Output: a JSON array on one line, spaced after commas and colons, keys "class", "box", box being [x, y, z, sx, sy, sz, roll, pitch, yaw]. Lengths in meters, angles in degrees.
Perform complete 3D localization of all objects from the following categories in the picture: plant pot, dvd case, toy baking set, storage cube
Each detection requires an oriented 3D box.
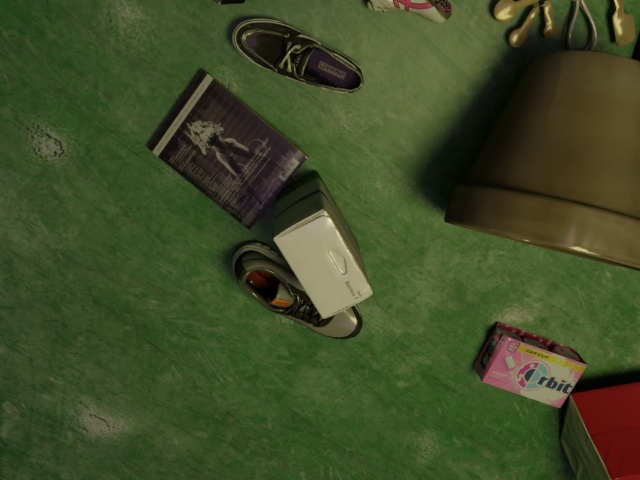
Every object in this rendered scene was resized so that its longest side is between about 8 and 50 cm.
[{"class": "plant pot", "box": [0.383, -0.122, 0.897, 0.322, 0.323, 0.281, 15, 93, -8]}, {"class": "dvd case", "box": [-0.155, -0.147, 0.977, 0.221, 0.018, 0.165, 39, 106, -6]}, {"class": "toy baking set", "box": [0.384, -0.395, 0.915, 0.256, 0.030, 0.197, 7, 114, -5]}, {"class": "storage cube", "box": [0.598, 0.405, 1.125, 0.193, 0.184, 0.215, -10, 133, 2]}]

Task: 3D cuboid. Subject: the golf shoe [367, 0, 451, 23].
[{"class": "golf shoe", "box": [0.114, -0.383, 0.895, 0.186, 0.068, 0.086, 29, 134, -13]}]

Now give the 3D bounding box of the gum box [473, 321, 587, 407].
[{"class": "gum box", "box": [0.404, 0.242, 1.145, 0.188, 0.062, 0.107, 20, 109, -10]}]

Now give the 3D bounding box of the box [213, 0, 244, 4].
[{"class": "box", "box": [-0.149, -0.414, 0.766, 0.163, 0.247, 0.142, 31, 108, -13]}]

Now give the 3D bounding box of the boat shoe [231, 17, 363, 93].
[{"class": "boat shoe", "box": [-0.033, -0.289, 0.915, 0.219, 0.070, 0.078, 17, 110, -9]}]

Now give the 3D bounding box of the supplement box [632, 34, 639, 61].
[{"class": "supplement box", "box": [0.572, -0.320, 0.921, 0.104, 0.081, 0.188, 6, 111, -4]}]

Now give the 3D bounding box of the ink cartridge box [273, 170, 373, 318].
[{"class": "ink cartridge box", "box": [0.000, 0.000, 0.949, 0.092, 0.219, 0.160, -28, 110, 8]}]

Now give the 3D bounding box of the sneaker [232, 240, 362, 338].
[{"class": "sneaker", "box": [-0.043, 0.109, 1.052, 0.271, 0.108, 0.100, 31, 105, -15]}]
